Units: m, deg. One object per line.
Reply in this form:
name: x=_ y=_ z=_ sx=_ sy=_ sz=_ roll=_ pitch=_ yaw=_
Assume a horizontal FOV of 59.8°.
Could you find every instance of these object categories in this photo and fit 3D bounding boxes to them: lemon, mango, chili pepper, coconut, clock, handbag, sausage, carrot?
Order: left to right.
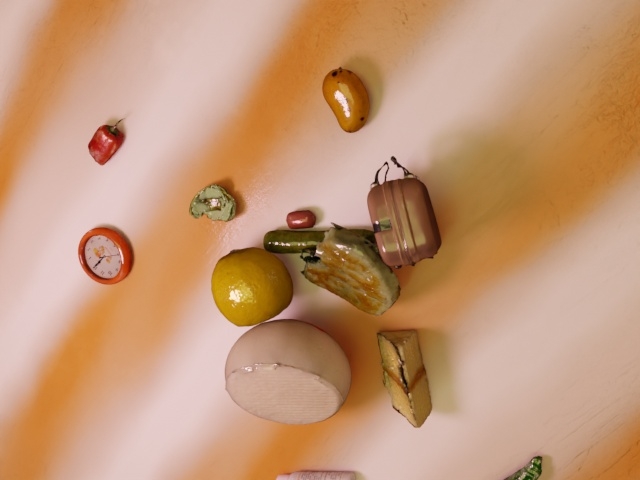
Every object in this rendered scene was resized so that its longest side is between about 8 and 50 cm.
clock: x=-0.747 y=0.054 z=1.929 sx=0.205 sy=0.051 sz=0.205 roll=4 pitch=104 yaw=17
chili pepper: x=-0.689 y=-0.333 z=1.814 sx=0.086 sy=0.084 sz=0.192 roll=35 pitch=117 yaw=-26
coconut: x=-0.329 y=-0.116 z=1.751 sx=0.158 sy=0.055 sz=0.133 roll=18 pitch=105 yaw=13
lemon: x=-0.211 y=0.124 z=1.661 sx=0.240 sy=0.240 sz=0.219 roll=-18 pitch=104 yaw=21
sausage: x=-0.060 y=-0.063 z=1.670 sx=0.094 sy=0.059 sz=0.054 roll=-4 pitch=87 yaw=24
carrot: x=0.000 y=0.000 z=1.661 sx=0.359 sy=0.074 sz=0.074 roll=-2 pitch=101 yaw=16
mango: x=0.076 y=-0.390 z=1.540 sx=0.115 sy=0.090 sz=0.178 roll=-25 pitch=96 yaw=31
handbag: x=0.215 y=-0.080 z=1.452 sx=0.149 sy=0.302 sz=0.283 roll=-13 pitch=91 yaw=17
chili pepper: x=0.568 y=0.705 z=1.624 sx=0.088 sy=0.059 sz=0.227 roll=38 pitch=108 yaw=13

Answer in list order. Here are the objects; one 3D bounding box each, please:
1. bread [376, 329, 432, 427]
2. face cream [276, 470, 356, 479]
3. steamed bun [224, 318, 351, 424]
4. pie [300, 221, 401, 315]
bread: x=0.249 y=0.396 z=1.636 sx=0.178 sy=0.142 sz=0.266 roll=6 pitch=109 yaw=59
face cream: x=-0.019 y=0.800 z=1.828 sx=0.269 sy=0.082 sz=0.082 roll=-8 pitch=99 yaw=21
steamed bun: x=-0.090 y=0.372 z=1.655 sx=0.374 sy=0.241 sz=0.374 roll=7 pitch=135 yaw=6
pie: x=0.082 y=0.093 z=1.543 sx=0.296 sy=0.078 sz=0.371 roll=40 pitch=154 yaw=-2
